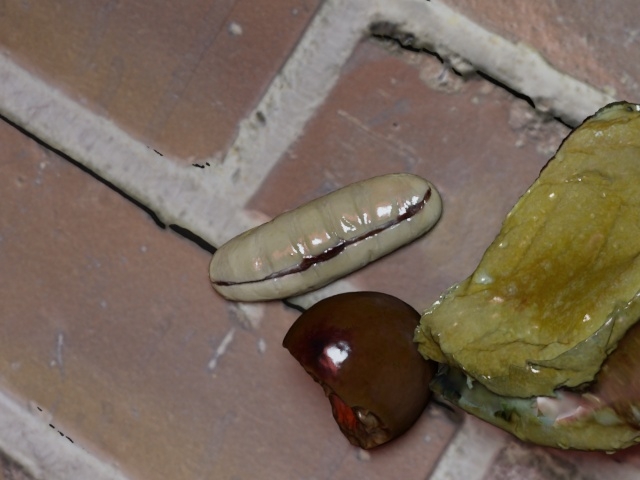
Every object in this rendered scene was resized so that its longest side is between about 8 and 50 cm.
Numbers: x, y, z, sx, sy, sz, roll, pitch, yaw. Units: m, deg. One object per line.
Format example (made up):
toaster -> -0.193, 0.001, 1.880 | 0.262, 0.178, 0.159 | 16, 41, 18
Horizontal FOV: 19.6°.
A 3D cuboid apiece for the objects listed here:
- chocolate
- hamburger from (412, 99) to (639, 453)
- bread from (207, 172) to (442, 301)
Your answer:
chocolate -> 0.030, 0.102, 1.504 | 0.124, 0.133, 0.127 | 20, 88, 15
hamburger -> 0.232, 0.038, 1.420 | 0.309, 0.132, 0.211 | -48, 44, -3
bread -> 0.001, 0.000, 1.573 | 0.214, 0.053, 0.073 | -22, 78, 10
